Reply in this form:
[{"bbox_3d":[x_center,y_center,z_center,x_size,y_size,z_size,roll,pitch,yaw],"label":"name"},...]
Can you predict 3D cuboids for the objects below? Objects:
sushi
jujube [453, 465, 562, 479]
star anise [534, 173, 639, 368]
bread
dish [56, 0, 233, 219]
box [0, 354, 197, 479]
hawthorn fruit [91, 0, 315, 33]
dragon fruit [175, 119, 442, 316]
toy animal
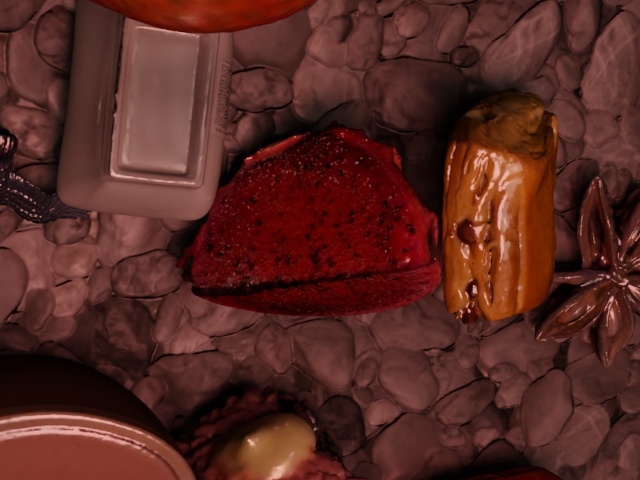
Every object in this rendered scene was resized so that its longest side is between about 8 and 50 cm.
[{"bbox_3d":[-0.029,0.266,1.296,0.171,0.270,0.236,-29,120,-10],"label":"sushi"},{"bbox_3d":[0.152,0.354,1.430,0.290,0.197,0.197,-30,114,-22],"label":"jujube"},{"bbox_3d":[0.326,0.040,1.458,0.197,0.073,0.212,30,97,-21],"label":"star anise"},{"bbox_3d":[0.185,-0.032,1.307,0.099,0.235,0.210,5,107,17],"label":"bread"},{"bbox_3d":[-0.151,-0.126,1.216,0.151,0.077,0.212,6,91,-20],"label":"dish"},{"bbox_3d":[-0.265,0.255,1.238,0.301,0.216,0.300,-5,105,-17],"label":"box"},{"bbox_3d":[-0.125,-0.375,1.028,0.403,0.403,0.402,-6,108,-18],"label":"hawthorn fruit"},{"bbox_3d":[0.000,0.000,1.285,0.262,0.163,0.189,-8,133,19],"label":"dragon fruit"},{"bbox_3d":[-0.304,-0.053,1.215,0.220,0.062,0.107,7,104,-33],"label":"toy animal"}]
